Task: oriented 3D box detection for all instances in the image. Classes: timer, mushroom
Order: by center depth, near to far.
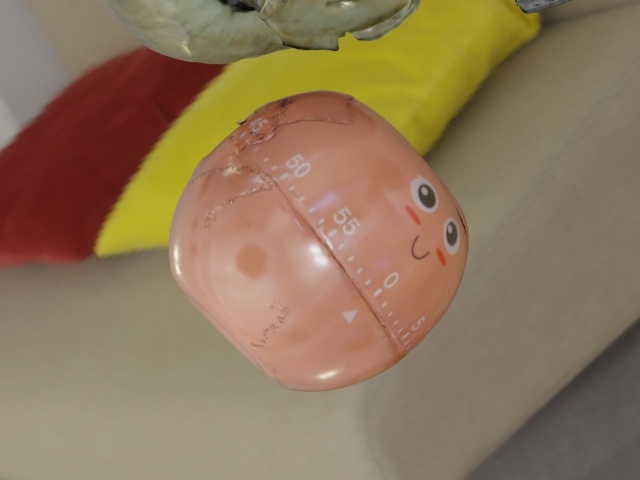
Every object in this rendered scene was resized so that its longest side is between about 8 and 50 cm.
[{"bbox_3d":[-0.031,-0.277,1.346,0.352,0.352,0.260,117,136,-55],"label":"mushroom"},{"bbox_3d":[0.000,0.000,1.355,0.229,0.215,0.229,44,173,7],"label":"timer"}]

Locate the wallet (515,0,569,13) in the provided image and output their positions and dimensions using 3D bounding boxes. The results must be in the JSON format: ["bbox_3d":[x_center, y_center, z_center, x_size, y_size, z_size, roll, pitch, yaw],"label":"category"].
[{"bbox_3d":[0.237,-0.206,1.039,0.244,0.124,0.025,-13,116,46],"label":"wallet"}]
